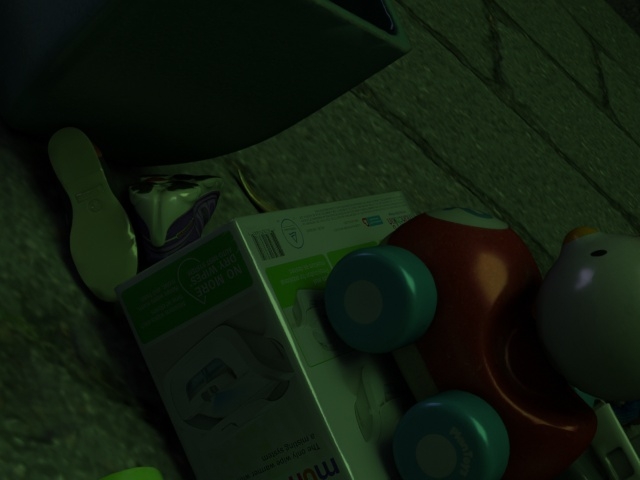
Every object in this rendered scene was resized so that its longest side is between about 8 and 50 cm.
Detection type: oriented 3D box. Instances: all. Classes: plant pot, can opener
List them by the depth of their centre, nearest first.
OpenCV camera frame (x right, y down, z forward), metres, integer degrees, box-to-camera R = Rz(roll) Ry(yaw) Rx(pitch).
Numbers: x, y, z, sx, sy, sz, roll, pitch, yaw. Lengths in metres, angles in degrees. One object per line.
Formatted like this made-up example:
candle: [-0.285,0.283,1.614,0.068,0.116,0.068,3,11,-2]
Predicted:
plant pot: [-0.130,-0.196,0.960,0.247,0.252,0.248,16,44,-48]
can opener: [0.249,0.163,1.305,0.095,0.076,0.283,12,46,-52]

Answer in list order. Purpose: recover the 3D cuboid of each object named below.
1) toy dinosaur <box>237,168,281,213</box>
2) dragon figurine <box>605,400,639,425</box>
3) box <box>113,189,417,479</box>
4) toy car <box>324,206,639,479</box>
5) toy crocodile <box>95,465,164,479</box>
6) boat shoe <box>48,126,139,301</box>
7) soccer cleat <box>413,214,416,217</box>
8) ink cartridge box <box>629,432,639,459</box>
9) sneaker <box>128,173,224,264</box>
toy dinosaur: [0.000,0.000,1.140,0.183,0.053,0.093,16,45,-1]
dragon figurine: [0.398,0.150,1.472,0.085,0.144,0.289,23,39,-42]
box: [0.011,0.096,0.935,0.262,0.126,0.231,-14,77,-60]
toy car: [0.170,0.044,0.859,0.219,0.238,0.210,-8,70,-59]
toy crocodile: [-0.131,0.175,0.678,0.340,0.105,0.115,17,44,-49]
boat shoe: [-0.167,-0.017,0.920,0.043,0.049,0.137,104,-35,-75]
soccer cleat: [0.152,0.080,1.237,0.289,0.093,0.121,47,25,-10]
ink cartridge box: [0.407,0.318,1.344,0.212,0.093,0.154,36,31,-32]
sneaker: [-0.117,-0.015,0.972,0.170,0.068,0.071,-56,148,-80]
